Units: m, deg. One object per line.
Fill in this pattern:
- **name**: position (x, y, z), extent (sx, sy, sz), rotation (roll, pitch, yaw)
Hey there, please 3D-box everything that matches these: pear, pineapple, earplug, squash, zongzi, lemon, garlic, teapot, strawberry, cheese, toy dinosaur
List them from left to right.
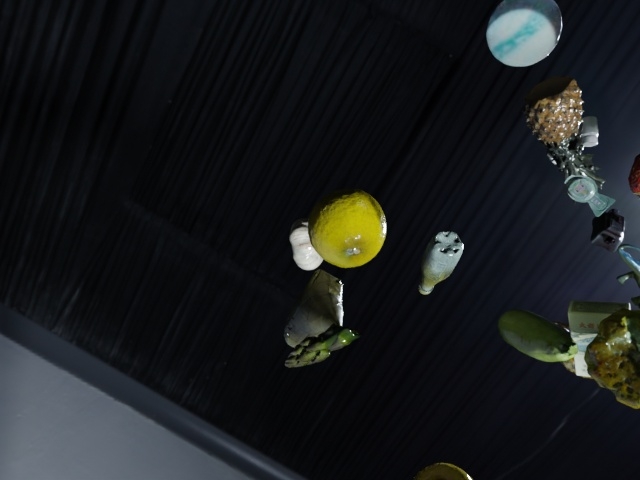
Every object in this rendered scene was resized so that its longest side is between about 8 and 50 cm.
- **zongzi**: position (-0.019, 0.328, 1.941), extent (0.159, 0.323, 0.360), rotation (20, 21, -18)
- **garlic**: position (0.000, 0.000, 1.953), extent (0.225, 0.199, 0.199), rotation (-15, 26, 4)
- **lemon**: position (0.083, -0.026, 1.574), extent (0.240, 0.241, 0.219), rotation (23, 31, -19)
- **pear**: position (0.412, 0.880, 1.721), extent (0.271, 0.271, 0.271), rotation (26, 22, -11)
- **earplug**: position (0.565, -0.620, 1.481), extent (0.184, 0.185, 0.324), rotation (30, 34, -1)
- **squash**: position (0.594, 0.265, 1.424), extent (0.118, 0.119, 0.370), rotation (28, 0, -7)
- **pineapple**: position (0.696, -0.283, 1.494), extent (0.365, 0.165, 0.166), rotation (53, 9, -31)
- **cheese**: position (0.673, -0.119, 1.323), extent (0.120, 0.067, 0.026), rotation (43, 38, 13)
- **teapot**: position (0.987, -0.045, 1.780), extent (0.087, 0.096, 0.177), rotation (24, 53, 6)
- **strawberry**: position (1.136, -0.224, 1.838), extent (0.131, 0.131, 0.148), rotation (-3, 56, -54)
- **toy dinosaur**: position (0.898, 0.113, 1.421), extent (0.362, 0.147, 0.077), rotation (27, 40, -17)

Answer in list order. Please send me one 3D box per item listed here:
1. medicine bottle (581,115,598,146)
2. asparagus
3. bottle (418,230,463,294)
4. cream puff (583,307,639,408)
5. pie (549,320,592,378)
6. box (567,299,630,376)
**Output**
- **medicine bottle**: position (0.858, -0.348, 1.676), extent (0.052, 0.089, 0.052), rotation (1, -12, 0)
- **asparagus**: position (0.000, 0.279, 1.399), extent (0.080, 0.287, 0.080), rotation (30, 40, -29)
- **bottle**: position (0.295, 0.068, 1.344), extent (0.083, 0.270, 0.083), rotation (1, 62, -2)
- **cream puff**: position (0.865, 0.311, 1.399), extent (0.185, 0.282, 0.282), rotation (7, 31, -38)
- **pie**: position (0.929, 0.397, 1.922), extent (0.307, 0.086, 0.308), rotation (19, 20, -7)
- **box**: position (0.871, 0.311, 1.622), extent (0.164, 0.257, 0.069), rotation (-1, 30, 35)
